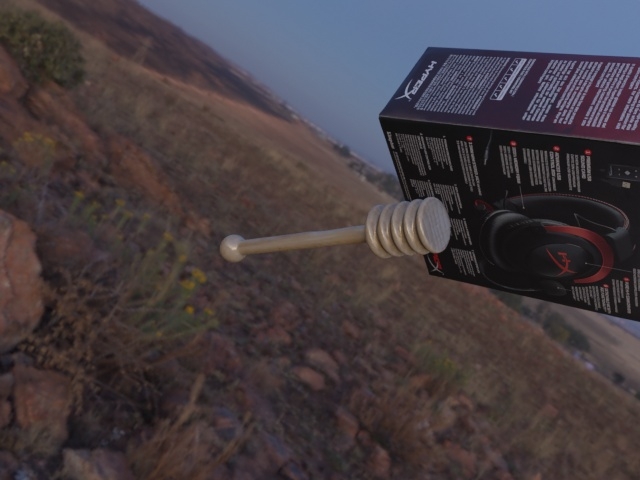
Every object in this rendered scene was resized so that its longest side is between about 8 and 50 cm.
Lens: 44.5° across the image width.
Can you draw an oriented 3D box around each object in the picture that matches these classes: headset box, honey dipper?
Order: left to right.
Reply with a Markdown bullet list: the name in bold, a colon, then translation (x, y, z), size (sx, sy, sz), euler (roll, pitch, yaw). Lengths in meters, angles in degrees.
- **honey dipper**: translation (0.000, 0.000, 0.455), size (0.160, 0.030, 0.030), euler (-8, -23, 41)
- **headset box**: translation (0.224, -0.045, 0.687), size (0.293, 0.110, 0.218), euler (12, -37, 34)
